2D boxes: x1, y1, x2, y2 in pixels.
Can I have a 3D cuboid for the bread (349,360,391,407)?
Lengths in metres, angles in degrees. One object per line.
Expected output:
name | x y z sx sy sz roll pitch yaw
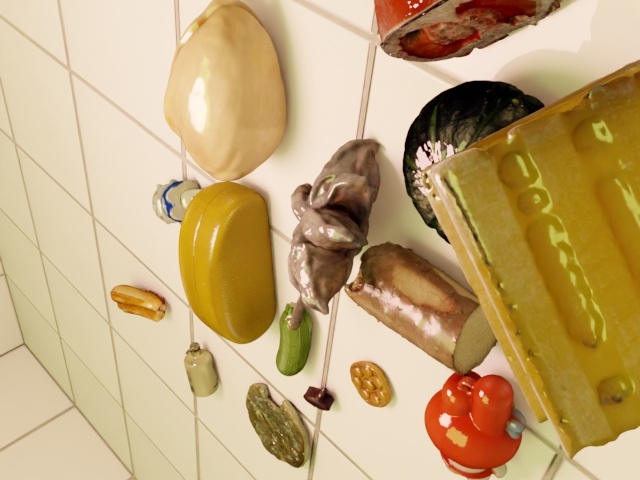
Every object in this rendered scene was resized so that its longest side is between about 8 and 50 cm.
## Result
bread | 0.099 0.286 1.436 0.110 0.024 0.110 30 134 36

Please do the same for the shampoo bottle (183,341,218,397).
shampoo bottle | -0.333 0.351 1.987 0.079 0.079 0.162 22 130 42

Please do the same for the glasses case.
glasses case | -0.202 0.056 1.518 0.141 0.173 0.372 26 133 35

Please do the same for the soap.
soap | 0.301 0.010 0.735 0.335 0.293 0.156 62 -177 -5

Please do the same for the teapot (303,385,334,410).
teapot | -0.001 0.346 1.594 0.067 0.045 0.100 30 158 5

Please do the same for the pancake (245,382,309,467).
pancake | -0.109 0.474 1.831 0.253 0.037 0.254 32 137 36

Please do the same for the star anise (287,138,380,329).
star anise | 0.000 0.000 1.162 0.139 0.316 0.360 19 94 0

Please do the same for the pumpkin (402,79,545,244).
pumpkin | 0.206 -0.091 0.906 0.220 0.161 0.221 28 137 30

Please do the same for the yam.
yam | 0.159 0.099 1.130 0.238 0.128 0.129 34 160 36

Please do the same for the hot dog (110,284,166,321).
hot dog | -0.532 0.174 2.110 0.249 0.076 0.102 7 138 44

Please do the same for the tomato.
tomato | 0.158 -0.312 0.825 0.214 0.180 0.155 -12 87 47

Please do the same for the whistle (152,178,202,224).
whistle | -0.320 -0.086 1.637 0.244 0.092 0.110 1 104 53

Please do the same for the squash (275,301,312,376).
squash | -0.057 0.217 1.546 0.077 0.068 0.219 40 141 34

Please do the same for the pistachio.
pistachio | -0.161 -0.254 1.244 0.194 0.213 0.318 -97 14 -54

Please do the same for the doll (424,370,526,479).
doll | 0.246 0.299 1.159 0.161 0.130 0.291 24 143 27
